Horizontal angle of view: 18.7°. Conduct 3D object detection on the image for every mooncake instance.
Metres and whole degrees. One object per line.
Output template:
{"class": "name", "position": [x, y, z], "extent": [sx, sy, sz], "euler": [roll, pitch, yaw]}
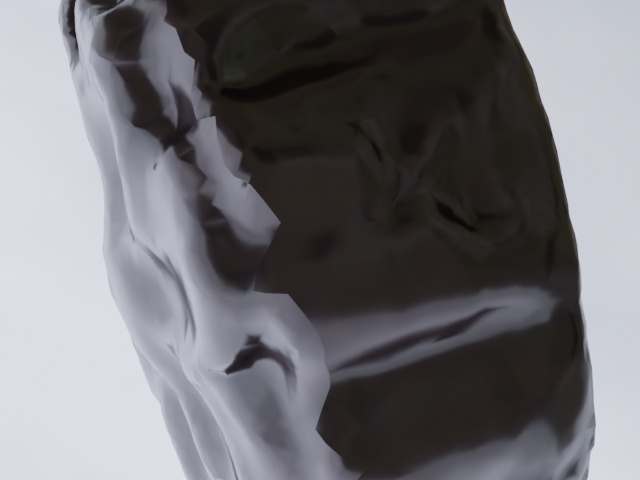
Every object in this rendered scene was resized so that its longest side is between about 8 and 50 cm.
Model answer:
{"class": "mooncake", "position": [0.000, 0.000, 0.987], "extent": [0.350, 0.212, 0.381], "euler": [-139, 32, -63]}
